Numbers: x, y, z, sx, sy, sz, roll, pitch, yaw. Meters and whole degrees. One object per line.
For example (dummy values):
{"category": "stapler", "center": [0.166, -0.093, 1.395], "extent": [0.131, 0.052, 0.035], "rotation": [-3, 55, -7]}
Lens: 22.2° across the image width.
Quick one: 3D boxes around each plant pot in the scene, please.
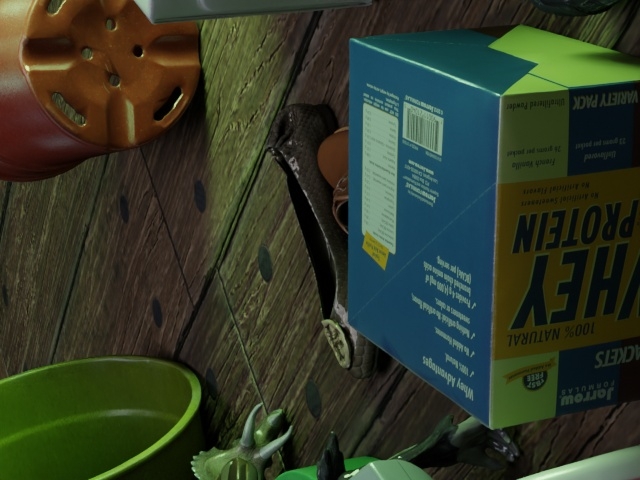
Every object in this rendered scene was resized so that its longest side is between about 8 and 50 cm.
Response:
{"category": "plant pot", "center": [-0.272, 0.367, 1.861], "extent": [0.366, 0.366, 0.353], "rotation": [28, 135, 62]}
{"category": "plant pot", "center": [-0.275, -0.195, 1.763], "extent": [0.265, 0.272, 0.272], "rotation": [6, 103, 58]}

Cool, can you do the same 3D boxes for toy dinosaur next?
{"category": "toy dinosaur", "center": [-0.088, 0.324, 1.615], "extent": [0.160, 0.121, 0.313], "rotation": [107, 162, -80]}

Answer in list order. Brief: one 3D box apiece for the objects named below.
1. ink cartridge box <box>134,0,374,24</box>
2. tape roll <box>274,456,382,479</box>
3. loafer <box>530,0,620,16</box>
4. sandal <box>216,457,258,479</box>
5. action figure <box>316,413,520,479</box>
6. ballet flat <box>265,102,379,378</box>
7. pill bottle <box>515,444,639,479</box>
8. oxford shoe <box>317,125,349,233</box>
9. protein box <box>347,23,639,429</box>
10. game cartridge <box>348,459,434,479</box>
{"category": "ink cartridge box", "center": [-0.086, -0.324, 1.327], "extent": [0.270, 0.197, 0.198], "rotation": [-128, 38, -50]}
{"category": "tape roll", "center": [0.035, 0.353, 1.423], "extent": [0.321, 0.077, 0.321], "rotation": [171, 90, -67]}
{"category": "loafer", "center": [0.148, -0.246, 0.973], "extent": [0.078, 0.076, 0.223], "rotation": [2, 104, 61]}
{"category": "sandal", "center": [-0.067, 0.310, 1.486], "extent": [0.090, 0.060, 0.219], "rotation": [-25, 60, 60]}
{"category": "action figure", "center": [0.094, 0.217, 1.170], "extent": [0.276, 0.141, 0.164], "rotation": [10, 110, 50]}
{"category": "ballet flat", "center": [0.000, 0.000, 1.409], "extent": [0.084, 0.058, 0.250], "rotation": [145, 115, -65]}
{"category": "pill bottle", "center": [0.190, 0.268, 0.927], "extent": [0.160, 0.160, 0.283], "rotation": [134, 125, -62]}
{"category": "oxford shoe", "center": [0.037, -0.040, 1.293], "extent": [0.212, 0.076, 0.076], "rotation": [-137, 43, -58]}
{"category": "protein box", "center": [0.118, -0.019, 1.030], "extent": [0.200, 0.136, 0.201], "rotation": [-147, 53, -60]}
{"category": "game cartridge", "center": [0.052, 0.303, 1.052], "extent": [0.196, 0.060, 0.294], "rotation": [-48, 49, 42]}
